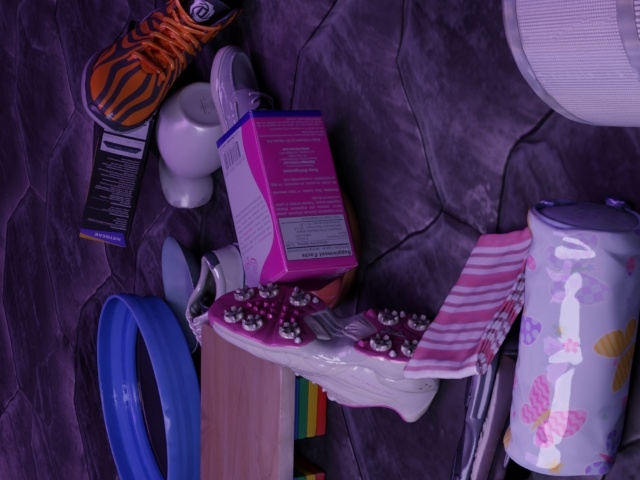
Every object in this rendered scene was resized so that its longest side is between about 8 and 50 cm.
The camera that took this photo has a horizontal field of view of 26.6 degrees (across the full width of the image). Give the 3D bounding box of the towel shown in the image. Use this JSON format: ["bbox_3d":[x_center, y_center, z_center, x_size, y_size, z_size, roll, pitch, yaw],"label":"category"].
[{"bbox_3d":[0.168,0.064,1.441,0.197,0.029,0.144,-57,17,-23],"label":"towel"}]

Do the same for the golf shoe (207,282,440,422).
[{"bbox_3d":[0.003,0.144,1.664,0.306,0.115,0.140,13,129,20],"label":"golf shoe"}]

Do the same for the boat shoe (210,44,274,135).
[{"bbox_3d":[-0.099,-0.177,1.961,0.081,0.079,0.227,-14,81,42],"label":"boat shoe"}]

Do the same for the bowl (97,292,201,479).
[{"bbox_3d":[-0.289,0.280,2.309,0.391,0.077,0.391,172,90,-66],"label":"bowl"}]

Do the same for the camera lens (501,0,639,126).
[{"bbox_3d":[0.299,-0.201,1.097,0.274,0.219,0.219,10,103,60],"label":"camera lens"}]

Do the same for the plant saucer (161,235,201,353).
[{"bbox_3d":[-0.213,0.086,2.205,0.195,0.037,0.195,170,90,-70],"label":"plant saucer"}]

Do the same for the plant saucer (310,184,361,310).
[{"bbox_3d":[0.000,0.000,1.837,0.200,0.037,0.200,12,105,58],"label":"plant saucer"}]

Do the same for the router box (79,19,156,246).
[{"bbox_3d":[-0.309,-0.177,2.183,0.309,0.081,0.243,-88,13,-56],"label":"router box"}]

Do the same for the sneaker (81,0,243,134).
[{"bbox_3d":[-0.225,-0.295,1.969,0.180,0.124,0.321,-37,19,42],"label":"sneaker"}]

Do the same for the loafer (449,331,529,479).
[{"bbox_3d":[0.194,0.238,1.477,0.109,0.095,0.302,-72,-10,-66],"label":"loafer"}]

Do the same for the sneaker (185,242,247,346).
[{"bbox_3d":[-0.165,0.120,2.088,0.094,0.091,0.258,41,129,51],"label":"sneaker"}]

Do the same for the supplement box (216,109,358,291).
[{"bbox_3d":[-0.046,-0.049,1.760,0.111,0.114,0.220,-34,63,56],"label":"supplement box"}]

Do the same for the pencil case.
[{"bbox_3d":[0.247,0.095,1.336,0.124,0.113,0.273,16,109,41],"label":"pencil case"}]

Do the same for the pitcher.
[{"bbox_3d":[-0.203,-0.173,2.086,0.207,0.125,0.178,117,135,-58],"label":"pitcher"}]

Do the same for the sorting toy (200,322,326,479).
[{"bbox_3d":[-0.081,0.267,1.965,0.255,0.089,0.257,20,111,58],"label":"sorting toy"}]
